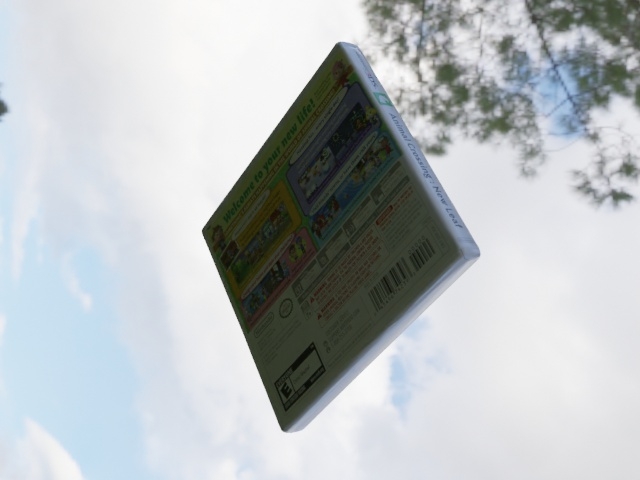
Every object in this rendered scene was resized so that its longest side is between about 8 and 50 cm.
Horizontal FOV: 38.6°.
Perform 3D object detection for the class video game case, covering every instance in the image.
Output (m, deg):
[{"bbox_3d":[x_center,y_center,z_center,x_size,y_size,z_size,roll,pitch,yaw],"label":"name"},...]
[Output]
[{"bbox_3d":[0.000,0.000,0.653,0.212,0.023,0.193,-50,-128,35],"label":"video game case"}]
